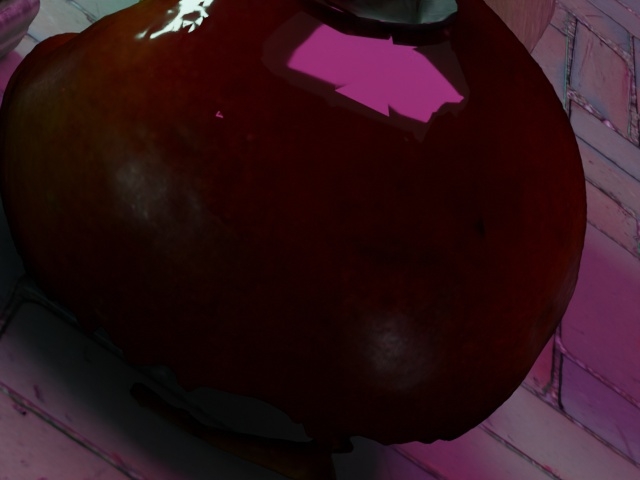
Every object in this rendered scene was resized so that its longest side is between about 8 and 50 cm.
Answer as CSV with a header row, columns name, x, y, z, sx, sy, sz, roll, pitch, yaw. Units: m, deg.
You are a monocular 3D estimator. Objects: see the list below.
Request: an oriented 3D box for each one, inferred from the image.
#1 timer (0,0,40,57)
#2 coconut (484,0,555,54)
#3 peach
name,x,y,z,sx,sy,sz,roll,pitch,yaw
timer,-0.319,-0.190,1.365,0.178,0.078,0.253,37,25,-2
coconut,0.039,-0.244,1.669,0.346,0.360,0.346,6,33,-4
peach,-0.012,-0.053,1.239,0.406,0.310,0.335,33,32,6
